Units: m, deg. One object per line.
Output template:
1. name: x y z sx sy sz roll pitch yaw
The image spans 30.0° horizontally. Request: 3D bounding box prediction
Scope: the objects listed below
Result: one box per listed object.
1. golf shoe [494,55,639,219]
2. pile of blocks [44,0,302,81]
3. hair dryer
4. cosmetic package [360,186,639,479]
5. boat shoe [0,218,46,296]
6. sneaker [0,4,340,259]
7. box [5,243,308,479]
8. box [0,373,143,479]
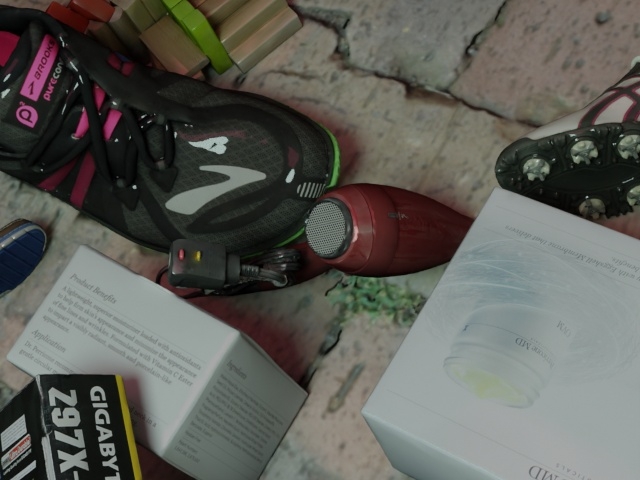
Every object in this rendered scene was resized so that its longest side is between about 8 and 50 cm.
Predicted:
1. golf shoe: 0.283 -0.101 1.058 0.273 0.105 0.120 -14 45 4
2. pile of blocks: -0.208 -0.212 1.253 0.362 0.112 0.149 -18 60 9
3. hair dryer: 0.000 0.000 1.049 0.294 0.223 0.080 -5 86 -8
4. cosmetic package: 0.190 0.112 0.937 0.224 0.138 0.224 23 71 27
5. boat shoe: -0.362 0.034 1.207 0.183 0.066 0.066 -40 58 -4
6. sneaker: -0.219 -0.104 1.118 0.483 0.202 0.185 16 89 12
7. box: -0.135 0.117 1.024 0.181 0.182 0.119 26 77 28
8. box: -0.233 0.283 0.920 0.322 0.079 0.257 -41 54 41
